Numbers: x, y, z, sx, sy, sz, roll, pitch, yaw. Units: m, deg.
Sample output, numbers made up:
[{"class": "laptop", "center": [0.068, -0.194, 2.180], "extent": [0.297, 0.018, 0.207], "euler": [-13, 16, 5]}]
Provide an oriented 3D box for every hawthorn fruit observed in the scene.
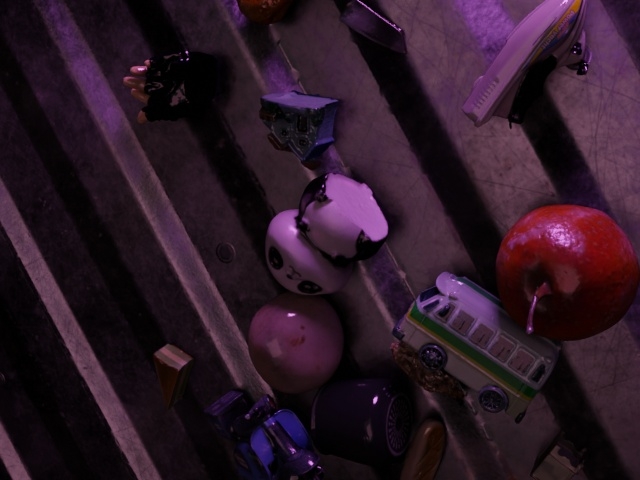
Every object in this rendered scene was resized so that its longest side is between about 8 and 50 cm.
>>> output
[{"class": "hawthorn fruit", "center": [0.404, 0.045, 1.270], "extent": [0.231, 0.263, 0.235], "euler": [-17, 67, 5]}]

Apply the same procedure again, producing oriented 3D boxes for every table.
[{"class": "table", "center": [0.439, 0.409, 1.415], "extent": [0.062, 0.079, 0.083], "euler": [36, 112, 13]}]

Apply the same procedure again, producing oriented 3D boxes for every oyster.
[{"class": "oyster", "center": [0.203, 0.254, 1.469], "extent": [0.177, 0.105, 0.056], "euler": [42, 85, 10]}]

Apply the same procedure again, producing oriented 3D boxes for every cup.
[{"class": "cup", "center": [0.087, 0.374, 1.527], "extent": [0.176, 0.169, 0.223], "euler": [-3, 131, 28]}]

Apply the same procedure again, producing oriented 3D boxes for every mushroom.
[{"class": "mushroom", "center": [-0.059, 0.200, 1.541], "extent": [0.204, 0.204, 0.204], "euler": [6, 104, 22]}]

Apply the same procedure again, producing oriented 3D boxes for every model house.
[{"class": "model house", "center": [-0.041, -0.201, 1.469], "extent": [0.148, 0.119, 0.148], "euler": [9, 113, 21]}]

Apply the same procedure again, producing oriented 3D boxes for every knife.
[{"class": "knife", "center": [0.070, -0.415, 1.417], "extent": [0.230, 0.028, 0.060], "euler": [39, 126, 8]}]

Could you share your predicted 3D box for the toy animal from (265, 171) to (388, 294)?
[{"class": "toy animal", "center": [0.000, 0.001, 1.461], "extent": [0.187, 0.165, 0.235], "euler": [45, 114, -3]}]

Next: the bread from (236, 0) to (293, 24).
[{"class": "bread", "center": [-0.032, -0.541, 1.392], "extent": [0.124, 0.084, 0.344], "euler": [49, 114, 25]}]

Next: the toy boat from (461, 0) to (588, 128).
[{"class": "toy boat", "center": [0.350, -0.291, 1.263], "extent": [0.269, 0.141, 0.141], "euler": [-40, 85, 24]}]

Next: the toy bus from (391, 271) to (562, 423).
[{"class": "toy bus", "center": [0.287, 0.180, 1.399], "extent": [0.276, 0.133, 0.164], "euler": [35, 114, 11]}]

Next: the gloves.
[{"class": "gloves", "center": [-0.311, -0.309, 1.557], "extent": [0.203, 0.124, 0.164], "euler": [11, 77, 46]}]

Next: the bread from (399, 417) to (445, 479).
[{"class": "bread", "center": [0.202, 0.440, 1.539], "extent": [0.073, 0.053, 0.214], "euler": [3, 114, -22]}]

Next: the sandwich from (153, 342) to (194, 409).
[{"class": "sandwich", "center": [-0.342, 0.306, 1.734], "extent": [0.074, 0.074, 0.116], "euler": [25, 112, 14]}]

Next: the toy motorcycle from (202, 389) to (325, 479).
[{"class": "toy motorcycle", "center": [-0.111, 0.403, 1.547], "extent": [0.212, 0.125, 0.358], "euler": [59, 154, -8]}]
